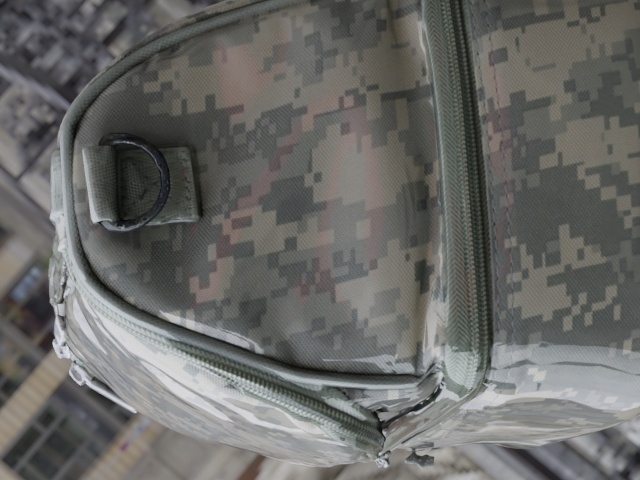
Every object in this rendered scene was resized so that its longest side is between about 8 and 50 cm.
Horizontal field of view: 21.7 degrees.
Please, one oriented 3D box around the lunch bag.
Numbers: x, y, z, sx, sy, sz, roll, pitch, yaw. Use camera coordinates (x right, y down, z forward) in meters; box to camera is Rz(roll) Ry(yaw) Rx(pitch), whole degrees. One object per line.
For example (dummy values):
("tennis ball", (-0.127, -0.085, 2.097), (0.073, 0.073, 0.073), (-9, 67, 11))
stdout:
("lunch bag", (0.000, 0.000, 0.783), (0.256, 0.213, 0.305), (0, 170, -8))
